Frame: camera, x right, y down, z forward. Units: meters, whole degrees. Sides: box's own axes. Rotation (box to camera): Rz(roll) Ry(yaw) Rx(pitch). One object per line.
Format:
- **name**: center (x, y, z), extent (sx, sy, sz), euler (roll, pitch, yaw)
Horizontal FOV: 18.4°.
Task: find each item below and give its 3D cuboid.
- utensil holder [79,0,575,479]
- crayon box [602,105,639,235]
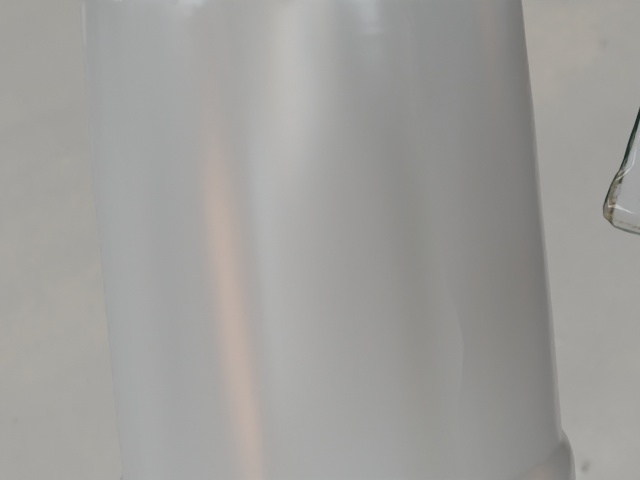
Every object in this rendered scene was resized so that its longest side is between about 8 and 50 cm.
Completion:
- **utensil holder**: center (0.000, 0.000, 1.382), extent (0.327, 0.385, 0.327), euler (-6, 10, 1)
- **crayon box**: center (0.283, -0.053, 0.688), extent (0.318, 0.081, 0.202), euler (19, 95, 17)
